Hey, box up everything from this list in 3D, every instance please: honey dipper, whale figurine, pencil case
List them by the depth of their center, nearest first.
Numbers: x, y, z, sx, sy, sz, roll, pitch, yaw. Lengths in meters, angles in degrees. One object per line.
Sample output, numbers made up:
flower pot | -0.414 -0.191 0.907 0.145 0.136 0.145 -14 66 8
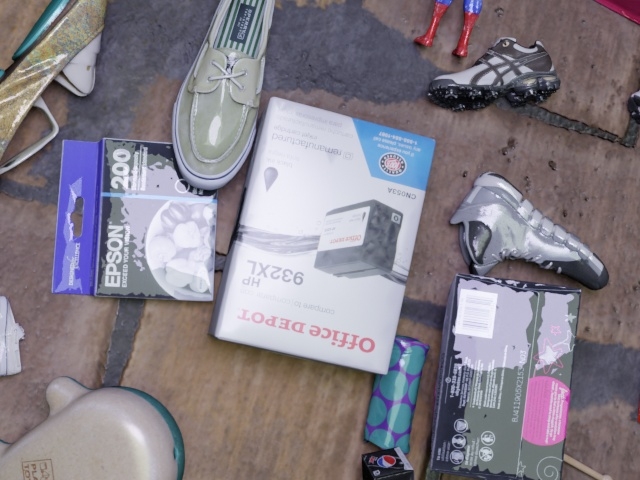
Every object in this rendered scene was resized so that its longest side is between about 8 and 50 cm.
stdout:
whale figurine | -0.293 0.271 1.035 0.272 0.141 0.216 -11 86 14
pencil case | 0.101 0.202 1.127 0.064 0.070 0.151 10 85 26
honey dipper | 0.341 0.301 1.179 0.161 0.030 0.030 30 81 -8

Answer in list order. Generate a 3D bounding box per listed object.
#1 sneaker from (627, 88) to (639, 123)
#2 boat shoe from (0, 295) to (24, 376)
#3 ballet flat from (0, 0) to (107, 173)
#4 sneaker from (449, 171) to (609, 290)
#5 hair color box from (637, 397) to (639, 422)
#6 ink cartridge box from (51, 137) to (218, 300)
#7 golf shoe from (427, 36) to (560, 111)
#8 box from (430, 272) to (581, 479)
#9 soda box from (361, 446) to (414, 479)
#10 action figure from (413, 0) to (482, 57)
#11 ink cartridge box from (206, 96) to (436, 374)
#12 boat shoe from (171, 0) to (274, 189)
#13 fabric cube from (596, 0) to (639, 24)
sneaker | 0.554 -0.168 1.234 0.208 0.081 0.094 42 77 -4
boat shoe | -0.390 0.119 1.067 0.035 0.035 0.100 0 80 -37
ballet flat | -0.357 -0.195 1.068 0.123 0.123 0.348 39 79 -5
sneaker | 0.273 0.023 1.173 0.229 0.086 0.132 40 84 6
hair color box | 0.513 0.184 1.208 0.093 0.053 0.167 9 82 -8
ink cartridge box | -0.237 -0.028 1.099 0.208 0.045 0.206 3 85 -9
golf shoe | 0.236 -0.236 1.191 0.198 0.077 0.094 -6 80 -20
box | 0.234 0.179 1.099 0.163 0.142 0.247 7 82 10
soda box | 0.088 0.353 1.083 0.053 0.060 0.169 -9 111 -13
action figure | 0.203 -0.409 1.198 0.091 0.139 0.280 15 105 -11
ink cartridge box | 0.000 0.000 1.094 0.223 0.129 0.307 14 83 -9
boat shoe | -0.123 -0.215 1.087 0.109 0.094 0.302 12 73 -7
fabric cube | 0.548 -0.446 1.169 0.259 0.254 0.258 27 81 -7
